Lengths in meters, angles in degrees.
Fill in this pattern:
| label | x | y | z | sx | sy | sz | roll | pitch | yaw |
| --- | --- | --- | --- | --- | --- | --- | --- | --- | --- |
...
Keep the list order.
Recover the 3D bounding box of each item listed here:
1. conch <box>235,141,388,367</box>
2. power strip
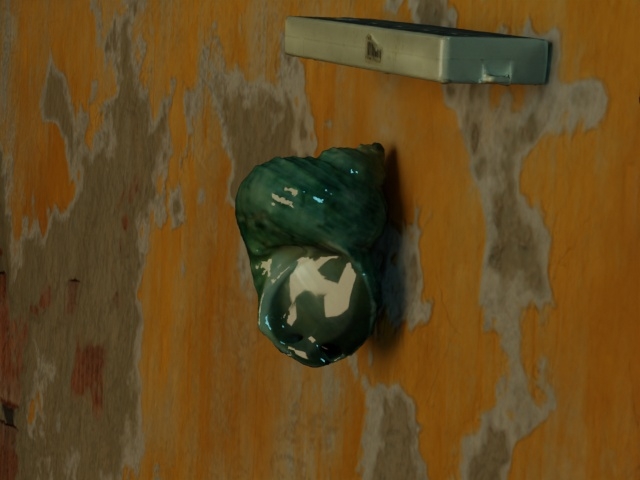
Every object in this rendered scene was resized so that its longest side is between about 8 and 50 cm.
| label | x | y | z | sx | sy | sz | roll | pitch | yaw |
| --- | --- | --- | --- | --- | --- | --- | --- | --- | --- |
| conch | 0.002 | -0.003 | 1.741 | 0.196 | 0.134 | 0.202 | 32 | 120 | 15 |
| power strip | 0.075 | -0.178 | 1.614 | 0.367 | 0.106 | 0.043 | -159 | 70 | -63 |
